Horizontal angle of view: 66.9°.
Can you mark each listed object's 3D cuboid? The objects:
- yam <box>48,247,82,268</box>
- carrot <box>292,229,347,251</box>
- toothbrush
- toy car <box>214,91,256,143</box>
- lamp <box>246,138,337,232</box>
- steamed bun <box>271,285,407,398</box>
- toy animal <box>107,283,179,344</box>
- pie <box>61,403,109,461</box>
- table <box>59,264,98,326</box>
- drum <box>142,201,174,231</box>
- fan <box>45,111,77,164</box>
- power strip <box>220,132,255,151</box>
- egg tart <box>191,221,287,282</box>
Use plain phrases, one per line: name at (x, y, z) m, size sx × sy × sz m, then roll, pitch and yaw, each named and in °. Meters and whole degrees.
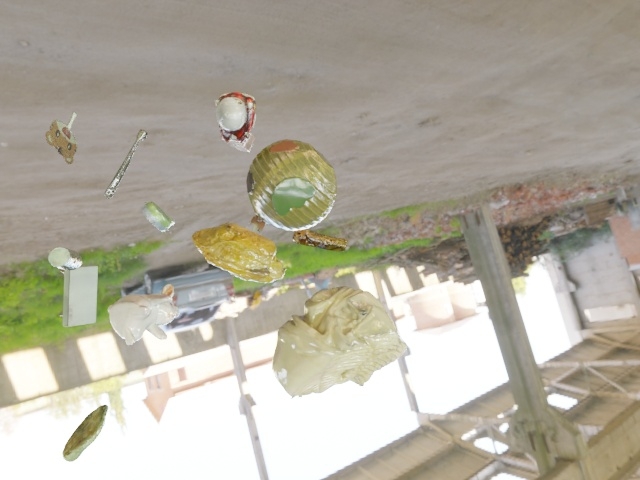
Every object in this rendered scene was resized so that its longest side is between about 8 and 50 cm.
yam at (-0.893, 0.064, 1.696) m, size 0.078 × 0.078 × 0.179 m, roll -13°, pitch 176°, yaw -14°
carrot at (0.000, 0.001, 1.981) m, size 0.229 × 0.069 × 0.069 m, roll 12°, pitch 166°, yaw -16°
toothbrush at (-0.730, -0.285, 1.818) m, size 0.297 × 0.030 × 0.030 m, roll -58°, pitch 173°, yaw 6°
toy car at (-0.242, -0.340, 1.338) m, size 0.112 × 0.139 × 0.112 m, roll 5°, pitch -168°, yaw 5°
lamp at (-0.092, -0.129, 1.298) m, size 0.284 × 0.250 × 0.250 m, roll -46°, pitch 165°, yaw 14°
steamed bun at (0.034, 0.229, 1.163) m, size 0.320 × 0.206 × 0.275 m, roll 3°, pitch 134°, yaw -42°
toy animal at (-0.507, 0.219, 1.499) m, size 0.138 × 0.140 × 0.282 m, roll 21°, pitch -170°, yaw 27°
pie at (-0.710, 0.585, 1.475) m, size 0.187 × 0.041 × 0.187 m, roll -39°, pitch -159°, yaw 17°
table at (-1.003, 0.220, 1.989) m, size 0.111 × 0.240 × 0.122 m, roll 5°, pitch -177°, yaw 34°
drum at (-0.609, -0.096, 1.826) m, size 0.049 × 0.130 × 0.253 m, roll -41°, pitch -166°, yaw -5°
fan at (-0.945, -0.402, 1.802) m, size 0.008 × 0.226 × 0.152 m, roll -9°, pitch 144°, yaw 9°
power strip at (-0.381, -0.473, 2.245) m, size 0.154 × 0.078 × 0.154 m, roll 26°, pitch 177°, yaw 1°
egg tart at (-0.291, 0.037, 1.767) m, size 0.352 × 0.153 × 0.339 m, roll 27°, pitch -175°, yaw 11°
